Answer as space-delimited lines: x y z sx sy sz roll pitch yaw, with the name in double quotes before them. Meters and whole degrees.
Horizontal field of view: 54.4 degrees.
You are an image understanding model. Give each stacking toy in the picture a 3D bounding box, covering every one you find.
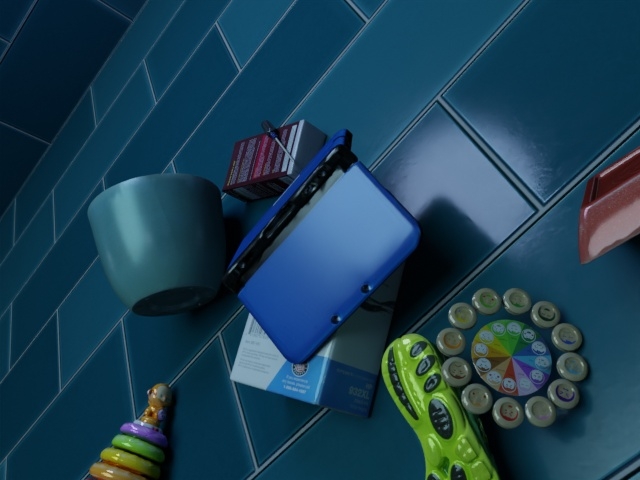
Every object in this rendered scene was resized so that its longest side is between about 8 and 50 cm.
"stacking toy" -0.383 0.442 1.302 0.166 0.175 0.301 -10 49 44

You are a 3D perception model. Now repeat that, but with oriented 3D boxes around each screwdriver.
"screwdriver" -0.086 -0.206 1.281 0.170 0.024 0.025 51 135 48

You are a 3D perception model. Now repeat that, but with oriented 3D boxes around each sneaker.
"sneaker" 0.178 0.258 0.795 0.109 0.124 0.295 -27 70 31

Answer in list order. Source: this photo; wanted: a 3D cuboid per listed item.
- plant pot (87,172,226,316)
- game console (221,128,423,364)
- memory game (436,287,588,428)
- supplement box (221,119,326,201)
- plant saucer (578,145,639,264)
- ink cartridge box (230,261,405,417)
"plant pot" -0.339 0.028 1.356 0.293 0.293 0.235 -30 65 34
"game console" 0.000 0.000 0.985 0.293 0.173 0.250 -47 10 18
"memory game" 0.236 0.140 0.767 0.012 0.186 0.186 92 178 -61
"supplement box" -0.105 -0.167 1.355 0.240 0.073 0.130 -6 65 45
"plant saucer" 0.382 -0.091 0.658 0.258 0.259 0.047 -38 85 28
"ink cartridge box" 0.000 0.114 1.045 0.223 0.129 0.307 0 70 48
